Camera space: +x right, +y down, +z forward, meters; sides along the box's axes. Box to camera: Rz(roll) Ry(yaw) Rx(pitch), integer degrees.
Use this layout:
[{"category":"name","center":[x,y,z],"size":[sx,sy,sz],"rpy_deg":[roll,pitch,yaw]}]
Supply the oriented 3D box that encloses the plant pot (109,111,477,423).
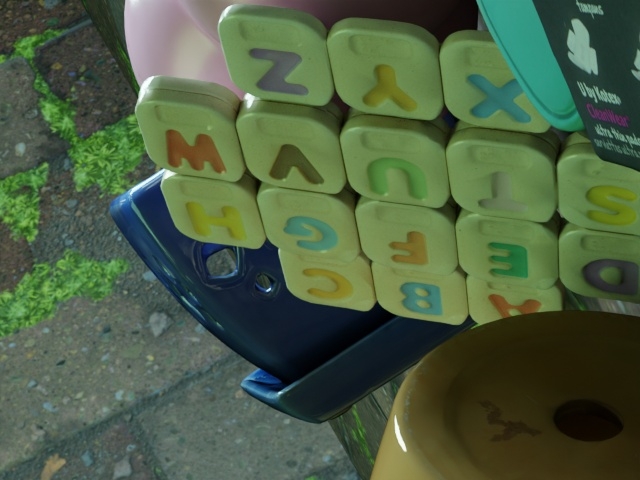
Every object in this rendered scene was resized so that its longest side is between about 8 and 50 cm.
[{"category":"plant pot","center":[0.000,0.000,1.336],"size":[0.212,0.236,0.236],"rpy_deg":[58,171,-5]}]

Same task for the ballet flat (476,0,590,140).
[{"category":"ballet flat","center":[0.086,-0.179,0.628],"size":[0.116,0.124,0.342],"rpy_deg":[109,147,-48]}]

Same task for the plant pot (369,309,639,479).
[{"category":"plant pot","center":[0.139,0.173,0.967],"size":[0.291,0.291,0.203],"rpy_deg":[-129,32,-53]}]

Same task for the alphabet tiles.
[{"category":"alphabet tiles","center":[0.045,-0.025,0.991],"size":[0.278,0.284,0.021],"rpy_deg":[78,-157,-57]}]

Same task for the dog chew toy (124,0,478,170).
[{"category":"dog chew toy","center":[-0.003,-0.165,0.996],"size":[0.206,0.206,0.332],"rpy_deg":[60,163,19]}]

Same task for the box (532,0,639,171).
[{"category":"box","center":[0.111,-0.160,0.419],"size":[0.270,0.165,0.143],"rpy_deg":[65,171,-15]}]
